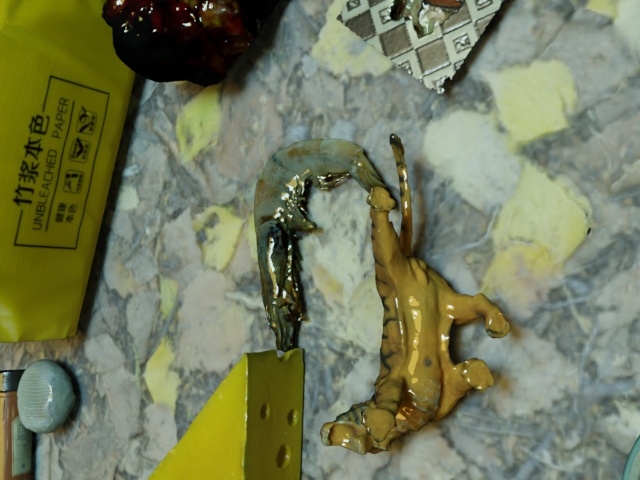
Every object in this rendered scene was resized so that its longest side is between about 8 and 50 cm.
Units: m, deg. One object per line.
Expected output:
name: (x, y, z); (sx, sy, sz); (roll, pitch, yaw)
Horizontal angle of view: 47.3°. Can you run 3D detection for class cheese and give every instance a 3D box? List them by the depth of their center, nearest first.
cheese: (-0.068, 0.174, 0.646); (0.126, 0.093, 0.171); (22, 97, 35)

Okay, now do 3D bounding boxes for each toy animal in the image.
toy animal: (0.072, 0.044, 0.579); (0.116, 0.114, 0.255); (154, 121, -74)

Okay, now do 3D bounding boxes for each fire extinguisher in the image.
fire extinguisher: (-0.362, 0.240, 0.854); (0.062, 0.050, 0.177); (165, 104, -66)

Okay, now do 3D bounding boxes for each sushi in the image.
sushi: (0.093, -0.202, 0.617); (0.126, 0.026, 0.120); (42, 105, 24)
sushi: (-0.134, -0.230, 0.692); (0.172, 0.153, 0.150); (27, 80, 12)

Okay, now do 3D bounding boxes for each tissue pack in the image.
tissue pack: (-0.386, -0.107, 0.798); (0.293, 0.228, 0.381); (17, 96, 31)

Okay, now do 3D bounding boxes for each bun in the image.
bun: (-0.310, 0.176, 0.831); (0.083, 0.045, 0.083); (-6, 79, 32)

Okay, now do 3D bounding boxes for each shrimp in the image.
shrimp: (0.002, 0.000, 0.655); (0.148, 0.035, 0.195); (-8, 80, 30)

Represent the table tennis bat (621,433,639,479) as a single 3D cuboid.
table tennis bat: (0.279, 0.134, 0.461); (0.149, 0.038, 0.237); (17, 98, 33)
